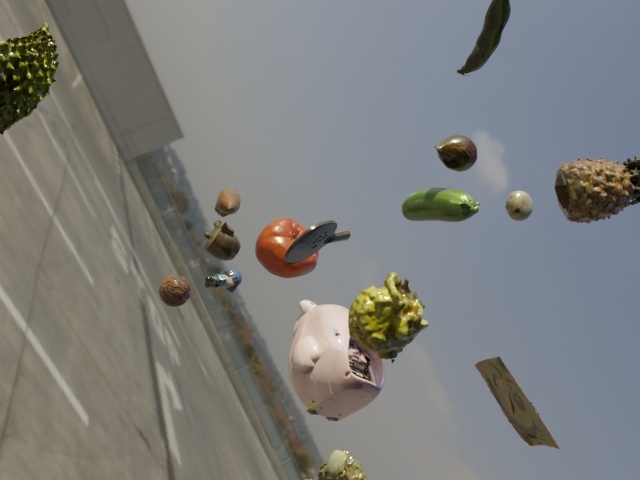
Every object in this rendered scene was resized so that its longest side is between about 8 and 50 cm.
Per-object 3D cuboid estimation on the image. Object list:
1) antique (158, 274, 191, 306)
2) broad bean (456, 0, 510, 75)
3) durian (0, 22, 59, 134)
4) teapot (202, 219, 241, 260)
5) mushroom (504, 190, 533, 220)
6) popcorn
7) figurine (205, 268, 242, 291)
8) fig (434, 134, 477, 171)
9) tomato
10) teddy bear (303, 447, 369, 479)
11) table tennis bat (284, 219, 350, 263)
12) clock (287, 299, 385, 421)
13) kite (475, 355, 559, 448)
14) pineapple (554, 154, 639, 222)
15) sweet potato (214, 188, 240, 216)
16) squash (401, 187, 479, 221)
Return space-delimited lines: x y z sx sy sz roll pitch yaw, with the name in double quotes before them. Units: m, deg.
"antique" -0.450 0.156 1.931 0.104 0.104 0.104 61 -11 21
"broad bean" 0.407 -0.495 1.516 0.065 0.046 0.254 45 -36 19
"durian" -0.683 -0.304 1.268 0.158 0.352 0.169 61 -3 -32
"teapot" -0.209 -0.012 1.349 0.080 0.085 0.110 35 22 -21
"mushroom" 0.546 -0.096 1.743 0.079 0.085 0.085 -5 -70 59
"popcorn" 0.174 0.198 1.595 0.218 0.189 0.169 27 25 -48
"figurine" -0.327 0.128 2.097 0.136 0.077 0.079 17 70 -50
"fig" 0.396 -0.262 1.860 0.103 0.155 0.109 -52 -125 40
"tomato" -0.131 0.040 2.392 0.180 0.260 0.259 -44 -115 37
"teddy bear" 0.023 0.612 1.372 0.156 0.256 0.267 26 52 -40
"table tennis bat" 0.000 0.000 1.428 0.022 0.131 0.234 49 27 18
"clock" 0.057 0.389 2.143 0.368 0.251 0.376 33 34 -42
"kite" 0.536 0.442 1.754 0.377 0.013 0.327 46 -19 60
"pineapple" 0.764 -0.141 1.546 0.169 0.341 0.169 -8 90 -89
"sweet potato" -0.216 -0.091 1.459 0.060 0.068 0.206 55 6 -10
"squash" 0.360 -0.109 1.917 0.107 0.107 0.395 67 -18 -11
